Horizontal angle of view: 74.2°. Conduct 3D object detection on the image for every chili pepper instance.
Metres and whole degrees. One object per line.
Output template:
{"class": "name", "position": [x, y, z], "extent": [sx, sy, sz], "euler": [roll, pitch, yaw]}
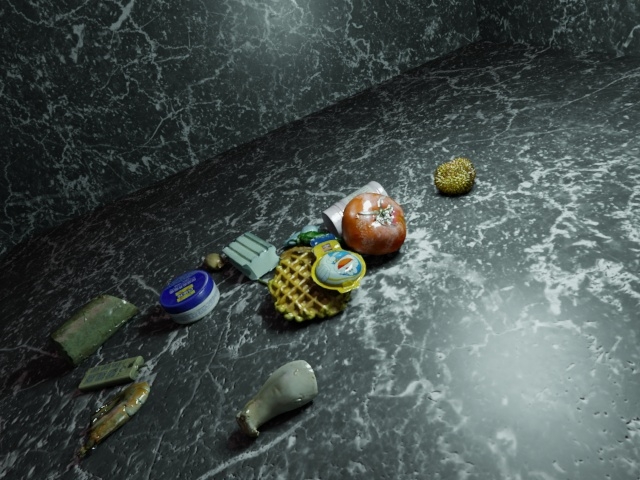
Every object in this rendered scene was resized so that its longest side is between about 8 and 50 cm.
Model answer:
{"class": "chili pepper", "position": [0.000, 0.000, 1.548], "extent": [0.279, 0.065, 0.122], "euler": [4, -6, 11]}

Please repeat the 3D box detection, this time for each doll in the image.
{"class": "doll", "position": [-0.074, -0.003, 1.710], "extent": [0.180, 0.075, 0.120], "euler": [-33, 11, 43]}

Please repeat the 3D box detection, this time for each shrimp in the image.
{"class": "shrimp", "position": [-0.012, 0.054, 1.582], "extent": [0.317, 0.062, 0.164], "euler": [-1, 30, 32]}
{"class": "shrimp", "position": [-0.639, 0.525, 1.286], "extent": [0.145, 0.059, 0.254], "euler": [10, 44, 48]}

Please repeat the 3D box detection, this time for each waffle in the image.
{"class": "waffle", "position": [-0.029, 0.141, 1.397], "extent": [0.282, 0.058, 0.300], "euler": [-21, 44, -8]}

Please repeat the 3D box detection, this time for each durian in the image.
{"class": "durian", "position": [0.513, -0.242, 1.608], "extent": [0.158, 0.136, 0.168], "euler": [-20, 10, -34]}

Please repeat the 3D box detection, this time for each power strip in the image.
{"class": "power strip", "position": [-0.707, 0.458, 1.460], "extent": [0.268, 0.034, 0.092], "euler": [-16, 31, 14]}

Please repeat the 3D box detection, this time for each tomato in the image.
{"class": "tomato", "position": [0.175, -0.053, 1.447], "extent": [0.232, 0.232, 0.188], "euler": [-51, 0, -38]}

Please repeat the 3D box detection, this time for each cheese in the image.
{"class": "cheese", "position": [0.044, 0.070, 1.363], "extent": [0.177, 0.069, 0.270], "euler": [-19, 41, -9]}

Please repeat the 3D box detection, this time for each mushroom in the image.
{"class": "mushroom", "position": [-0.116, 0.398, 1.082], "extent": [0.225, 0.093, 0.116], "euler": [-26, 51, -13]}

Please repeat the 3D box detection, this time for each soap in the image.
{"class": "soap", "position": [-0.280, 0.062, 1.720], "extent": [0.150, 0.094, 0.262], "euler": [-40, 31, -17]}

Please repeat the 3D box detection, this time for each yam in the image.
{"class": "yam", "position": [-0.894, 0.336, 1.666], "extent": [0.168, 0.167, 0.304], "euler": [7, 44, 42]}

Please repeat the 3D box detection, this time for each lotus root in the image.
{"class": "lotus root", "position": [-0.459, 0.092, 1.828], "extent": [0.073, 0.062, 0.151], "euler": [-41, 33, -26]}

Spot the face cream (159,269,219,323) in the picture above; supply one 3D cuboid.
{"class": "face cream", "position": [-0.493, 0.217, 1.610], "extent": [0.206, 0.111, 0.205], "euler": [-17, 32, 11]}

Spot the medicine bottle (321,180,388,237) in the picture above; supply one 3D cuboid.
{"class": "medicine bottle", "position": [0.139, -0.122, 1.673], "extent": [0.250, 0.133, 0.133], "euler": [-31, 31, -13]}

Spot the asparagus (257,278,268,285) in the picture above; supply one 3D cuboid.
{"class": "asparagus", "position": [-0.201, 0.161, 1.584], "extent": [0.014, 0.015, 0.114], "euler": [-40, 33, -29]}
